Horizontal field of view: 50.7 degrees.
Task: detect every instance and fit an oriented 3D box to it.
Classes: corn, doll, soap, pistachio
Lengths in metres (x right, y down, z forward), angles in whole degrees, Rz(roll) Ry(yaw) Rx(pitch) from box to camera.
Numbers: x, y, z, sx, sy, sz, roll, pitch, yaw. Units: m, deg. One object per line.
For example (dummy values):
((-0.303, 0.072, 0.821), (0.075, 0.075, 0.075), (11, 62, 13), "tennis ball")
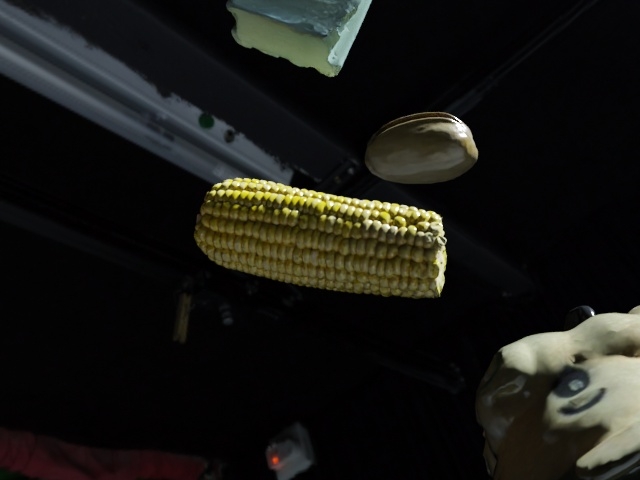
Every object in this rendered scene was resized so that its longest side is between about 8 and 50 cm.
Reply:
((0.000, 0.000, 0.636), (0.244, 0.093, 0.093), (11, -34, 19), "corn")
((0.223, 0.138, 0.406), (0.350, 0.247, 0.247), (-12, -31, -51), "doll")
((0.000, -0.265, 0.646), (0.115, 0.198, 0.063), (19, -18, 6), "soap")
((0.185, -0.168, 1.255), (0.206, 0.129, 0.131), (-5, -74, 15), "pistachio")
